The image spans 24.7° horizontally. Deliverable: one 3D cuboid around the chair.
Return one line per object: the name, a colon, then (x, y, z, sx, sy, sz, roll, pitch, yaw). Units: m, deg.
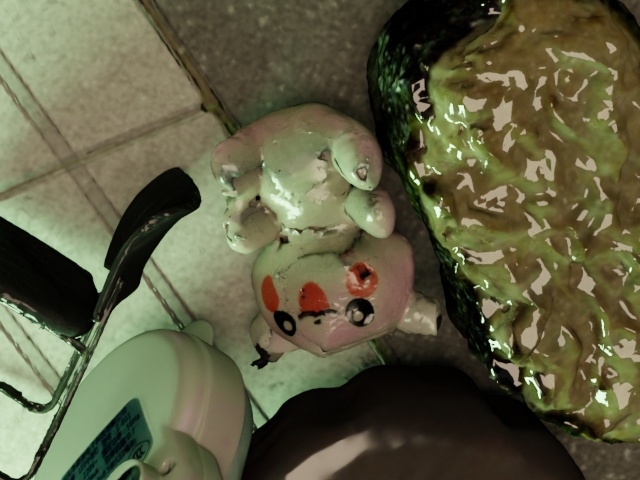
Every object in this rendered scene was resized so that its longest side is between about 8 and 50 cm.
chair: (-0.196, 0.024, 0.987, 0.145, 0.140, 0.221, 33, 102, -12)

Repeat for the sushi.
sushi: (0.164, -0.022, 0.969, 0.211, 0.171, 0.350, -27, 109, 5)

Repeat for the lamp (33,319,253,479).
lamp: (-0.111, 0.162, 0.980, 0.108, 0.246, 0.179, 33, 105, -23)

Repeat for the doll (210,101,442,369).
doll: (0.000, 0.000, 1.009, 0.149, 0.095, 0.192, -7, 109, 18)

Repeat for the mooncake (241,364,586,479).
mooncake: (0.056, 0.225, 1.063, 0.283, 0.141, 0.283, -3, 105, -11)
